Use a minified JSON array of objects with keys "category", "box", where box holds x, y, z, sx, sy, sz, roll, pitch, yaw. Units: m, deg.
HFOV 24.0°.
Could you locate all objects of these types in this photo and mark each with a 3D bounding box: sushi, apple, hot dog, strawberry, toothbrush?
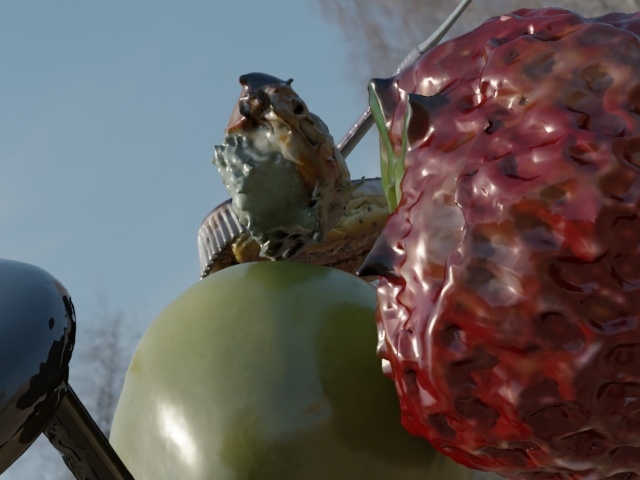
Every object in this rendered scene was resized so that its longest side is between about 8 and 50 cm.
[{"category":"sushi","box":[-0.022,-0.039,1.104,0.103,0.097,0.226,-52,-19,-7]},{"category":"apple","box":[-0.020,0.148,1.022,0.262,0.262,0.262,-28,-18,-10]},{"category":"hot dog","box":[0.000,0.000,1.487,0.268,0.075,0.144,-12,-33,-29]},{"category":"strawberry","box":[0.178,-0.001,0.879,0.310,0.292,0.292,-11,-9,25]},{"category":"toothbrush","box":[0.080,-0.173,1.544,0.354,0.029,0.024,-51,-14,29]}]

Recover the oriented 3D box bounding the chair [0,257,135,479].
[{"category":"chair","box":[-0.213,0.246,0.703,0.364,0.410,0.362,-11,19,10]}]
